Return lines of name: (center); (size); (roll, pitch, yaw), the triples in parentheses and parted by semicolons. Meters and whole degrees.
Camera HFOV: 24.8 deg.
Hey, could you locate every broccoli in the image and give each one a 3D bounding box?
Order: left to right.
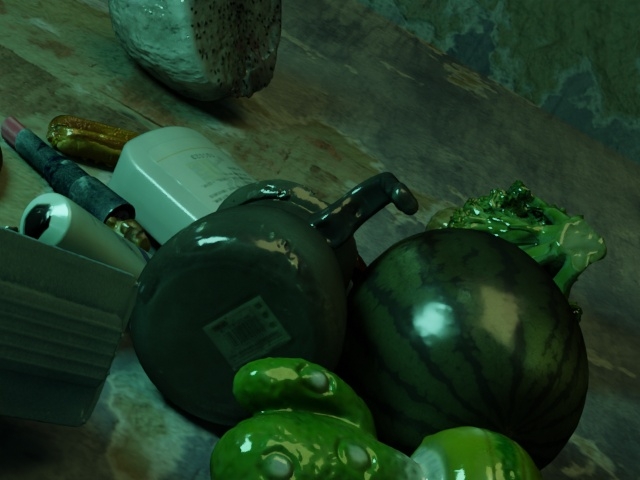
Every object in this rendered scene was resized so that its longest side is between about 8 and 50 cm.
broccoli: (0.308, 0.035, 2.146); (0.269, 0.241, 0.261); (-38, 91, -33)

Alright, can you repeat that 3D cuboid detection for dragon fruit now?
dragon fruit: (-0.212, -0.336, 2.350); (0.221, 0.204, 0.283); (9, 23, 26)

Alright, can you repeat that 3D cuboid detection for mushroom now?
mushroom: (-0.276, -0.001, 1.681); (0.187, 0.061, 0.060); (4, 38, -42)

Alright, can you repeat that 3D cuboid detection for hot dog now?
hot dog: (-0.293, -0.130, 1.959); (0.165, 0.045, 0.071); (12, 29, -39)

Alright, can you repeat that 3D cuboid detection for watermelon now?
watermelon: (0.153, 0.127, 1.645); (0.279, 0.279, 0.359); (24, 12, -17)

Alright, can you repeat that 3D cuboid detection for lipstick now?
lipstick: (-0.325, -0.087, 1.815); (0.234, 0.053, 0.053); (39, 23, 27)

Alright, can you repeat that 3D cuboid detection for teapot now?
teapot: (-0.049, 0.016, 1.570); (0.223, 0.305, 0.285); (27, 24, 0)

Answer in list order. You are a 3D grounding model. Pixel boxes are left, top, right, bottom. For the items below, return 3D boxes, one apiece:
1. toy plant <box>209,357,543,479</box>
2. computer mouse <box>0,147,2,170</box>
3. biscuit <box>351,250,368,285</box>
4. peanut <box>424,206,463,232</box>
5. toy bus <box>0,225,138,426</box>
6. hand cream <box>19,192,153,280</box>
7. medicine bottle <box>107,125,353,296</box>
toy plant: (0.042, 0.245, 1.385); (0.315, 0.184, 0.224); (19, 61, -15)
computer mouse: (-0.513, -0.155, 1.696); (0.310, 0.072, 0.158); (24, 24, -17)
biscuit: (0.000, 0.000, 1.963); (0.192, 0.049, 0.192); (47, -5, 6)
peanut: (0.259, 0.002, 2.319); (0.226, 0.095, 0.108); (16, 28, -34)
toy bus: (-0.312, 0.050, 1.222); (0.190, 0.152, 0.312); (20, -4, 25)
hand cream: (-0.216, 0.030, 1.618); (0.109, 0.067, 0.320); (46, 6, 34)
medicine bottle: (-0.108, -0.009, 1.826); (0.324, 0.124, 0.179); (39, 27, 25)
